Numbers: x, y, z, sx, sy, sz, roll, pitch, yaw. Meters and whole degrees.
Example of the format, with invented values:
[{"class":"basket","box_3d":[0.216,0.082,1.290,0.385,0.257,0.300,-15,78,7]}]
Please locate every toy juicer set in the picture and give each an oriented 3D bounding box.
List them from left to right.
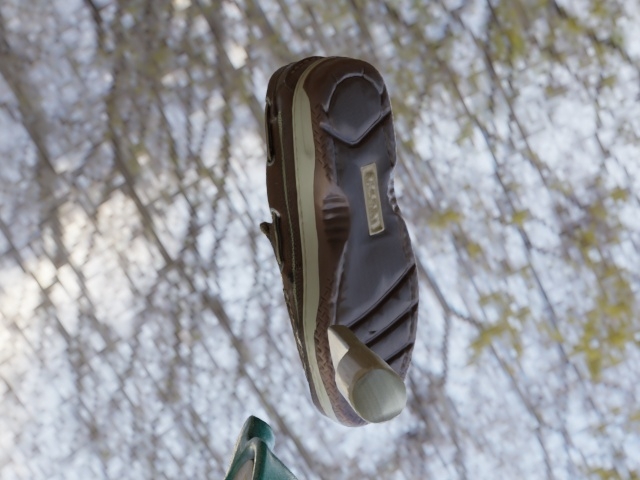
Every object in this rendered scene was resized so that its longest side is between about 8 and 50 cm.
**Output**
[{"class":"toy juicer set","box_3d":[-0.041,0.163,0.874,0.209,0.089,0.329,133,-22,-69]}]

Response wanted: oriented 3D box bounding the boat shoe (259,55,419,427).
[{"class":"boat shoe","box_3d":[0.006,-0.001,1.157,0.095,0.257,0.095,-10,-165,-38]}]
